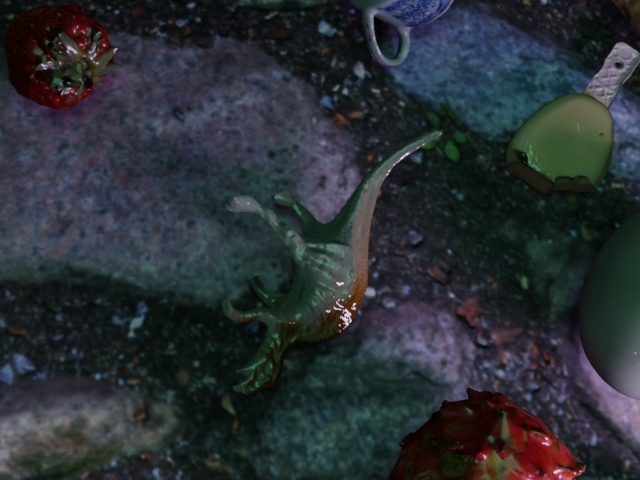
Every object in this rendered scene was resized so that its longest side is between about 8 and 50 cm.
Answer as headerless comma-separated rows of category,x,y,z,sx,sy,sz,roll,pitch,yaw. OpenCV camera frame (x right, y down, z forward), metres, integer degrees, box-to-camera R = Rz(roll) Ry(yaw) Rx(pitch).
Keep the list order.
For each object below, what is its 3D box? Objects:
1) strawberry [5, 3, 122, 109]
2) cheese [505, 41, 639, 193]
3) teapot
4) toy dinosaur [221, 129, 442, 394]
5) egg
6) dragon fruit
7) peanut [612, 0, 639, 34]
strawberry,-0.334,-0.231,1.245,0.131,0.148,0.131,-9,106,-35
cheese,0.354,-0.165,1.312,0.127,0.050,0.255,36,72,7
teapot,0.123,-0.343,1.313,0.159,0.159,0.232,26,84,4
toy dinosaur,0.000,0.000,1.201,0.393,0.092,0.205,-38,79,-17
egg,0.405,0.065,1.171,0.183,0.183,0.264,24,64,3
dragon fruit,0.160,0.293,1.065,0.205,0.210,0.268,38,66,-22
peanut,0.439,-0.364,1.346,0.111,0.125,0.274,-40,76,3
